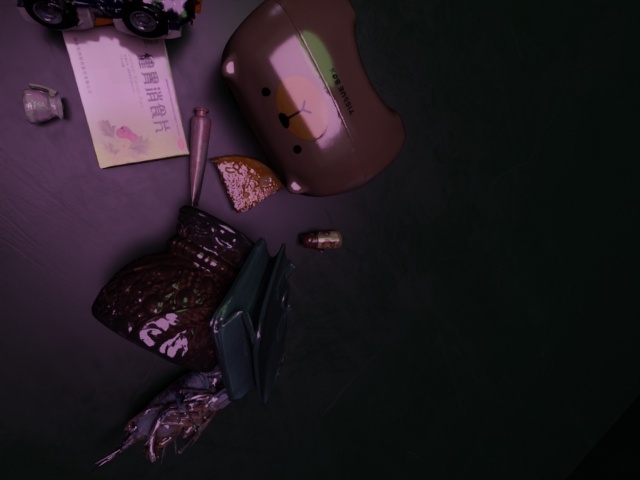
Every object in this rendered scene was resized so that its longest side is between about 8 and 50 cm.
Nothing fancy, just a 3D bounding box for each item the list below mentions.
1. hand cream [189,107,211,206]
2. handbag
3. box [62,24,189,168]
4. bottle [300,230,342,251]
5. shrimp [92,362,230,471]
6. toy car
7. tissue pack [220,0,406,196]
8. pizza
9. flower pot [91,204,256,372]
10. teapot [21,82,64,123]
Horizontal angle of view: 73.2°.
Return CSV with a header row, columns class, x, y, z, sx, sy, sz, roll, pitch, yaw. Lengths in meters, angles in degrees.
class,x,y,z,sx,sy,sz,roll,pitch,yaw
hand cream,-0.262,-0.177,0.926,0.043,0.067,0.209,4,95,-7
handbag,-0.121,0.180,0.888,0.090,0.238,0.326,12,138,9
box,-0.379,-0.285,0.859,0.175,0.062,0.260,-14,103,-19
bottle,0.000,0.002,1.066,0.101,0.047,0.063,-3,111,-20
shrimp,-0.316,0.384,0.943,0.137,0.172,0.372,43,65,10
toy car,-0.367,-0.442,0.765,0.302,0.118,0.193,2,67,-11
tissue pack,-0.030,-0.278,0.883,0.277,0.267,0.386,-32,110,-12
pizza,-0.168,-0.125,0.981,0.178,0.041,0.130,5,95,-22
flower pot,-0.266,0.088,0.874,0.267,0.267,0.267,35,76,-23
teapot,-0.522,-0.260,0.815,0.064,0.064,0.083,-8,71,-27
